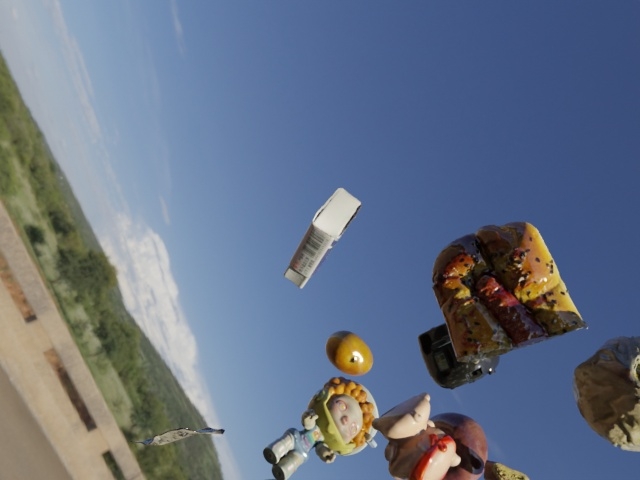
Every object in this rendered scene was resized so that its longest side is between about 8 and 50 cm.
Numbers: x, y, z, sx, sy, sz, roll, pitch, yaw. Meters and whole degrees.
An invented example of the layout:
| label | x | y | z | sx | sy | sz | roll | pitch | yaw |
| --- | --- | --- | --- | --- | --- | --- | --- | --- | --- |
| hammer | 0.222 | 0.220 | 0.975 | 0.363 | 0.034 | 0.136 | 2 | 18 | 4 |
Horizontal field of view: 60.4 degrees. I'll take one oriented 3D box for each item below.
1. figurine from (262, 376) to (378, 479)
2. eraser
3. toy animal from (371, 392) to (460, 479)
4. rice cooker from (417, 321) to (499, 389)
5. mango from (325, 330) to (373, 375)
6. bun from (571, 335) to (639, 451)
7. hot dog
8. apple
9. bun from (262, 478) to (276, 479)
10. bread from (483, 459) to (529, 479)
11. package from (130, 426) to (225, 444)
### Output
| label | x | y | z | sx | sy | sz | roll | pitch | yaw |
| --- | --- | --- | --- | --- | --- | --- | --- | --- | --- |
| figurine | -0.014 | 0.526 | 1.567 | 0.205 | 0.381 | 0.225 | -37 | -116 | 43 |
| eraser | 0.000 | 0.000 | 1.153 | 0.068 | 0.124 | 0.210 | 34 | -38 | 2 |
| toy animal | 0.231 | 0.481 | 1.300 | 0.198 | 0.171 | 0.171 | 62 | -23 | 14 |
| rice cooker | 0.490 | 0.390 | 1.939 | 0.225 | 0.267 | 0.267 | 68 | -22 | 16 |
| mango | 0.112 | 0.415 | 2.001 | 0.175 | 0.139 | 0.254 | 46 | 1 | 28 |
| bun | 0.776 | 0.369 | 1.377 | 0.281 | 0.281 | 0.205 | 47 | -16 | 39 |
| hot dog | 0.514 | 0.135 | 1.590 | 0.196 | 0.367 | 0.366 | 36 | 35 | -67 |
| apple | 0.528 | 0.833 | 2.197 | 0.305 | 0.235 | 0.306 | -4 | -96 | 40 |
| bun | -0.122 | 0.848 | 1.751 | 0.220 | 0.220 | 0.134 | 29 | -87 | 56 |
| bread | 0.643 | 0.845 | 1.975 | 0.119 | 0.067 | 0.192 | 33 | -24 | -12 |
| package | -0.403 | 0.548 | 1.540 | 0.239 | 0.154 | 0.030 | -23 | -117 | 29 |
